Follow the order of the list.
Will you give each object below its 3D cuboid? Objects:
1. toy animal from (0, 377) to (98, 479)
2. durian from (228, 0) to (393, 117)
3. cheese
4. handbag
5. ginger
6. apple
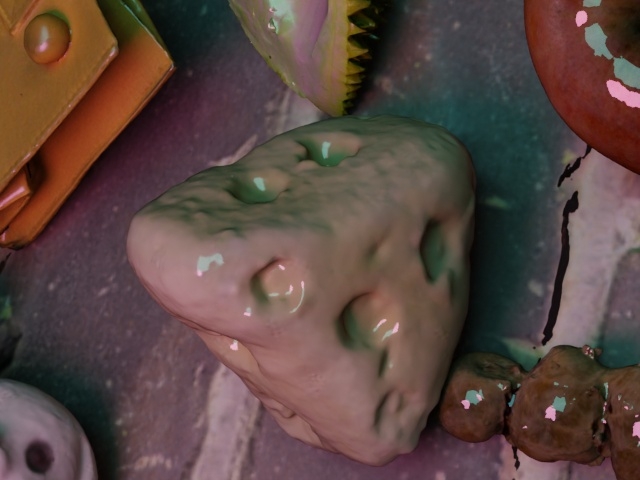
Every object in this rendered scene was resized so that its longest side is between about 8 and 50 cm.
[{"bbox_3d":[-0.284,0.255,1.484,0.289,0.174,0.249,-35,84,-3],"label":"toy animal"},{"bbox_3d":[-0.051,-0.273,1.525,0.169,0.158,0.352,-40,71,15],"label":"durian"},{"bbox_3d":[0.001,0.000,1.392,0.173,0.251,0.248,10,67,55],"label":"cheese"},{"bbox_3d":[-0.299,-0.214,1.564,0.283,0.133,0.401,-44,64,29],"label":"handbag"},{"bbox_3d":[0.175,0.124,1.386,0.204,0.080,0.104,14,108,22],"label":"ginger"},{"bbox_3d":[0.268,-0.158,1.349,0.253,0.253,0.254,-5,76,19],"label":"apple"}]
